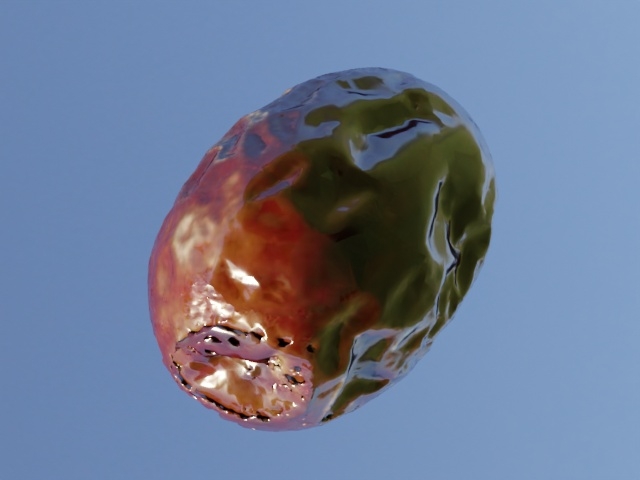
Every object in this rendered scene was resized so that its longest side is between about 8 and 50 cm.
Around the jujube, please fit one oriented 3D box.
[{"bbox_3d":[0.000,0.000,0.818,0.243,0.183,0.183,-52,-55,-45],"label":"jujube"}]
